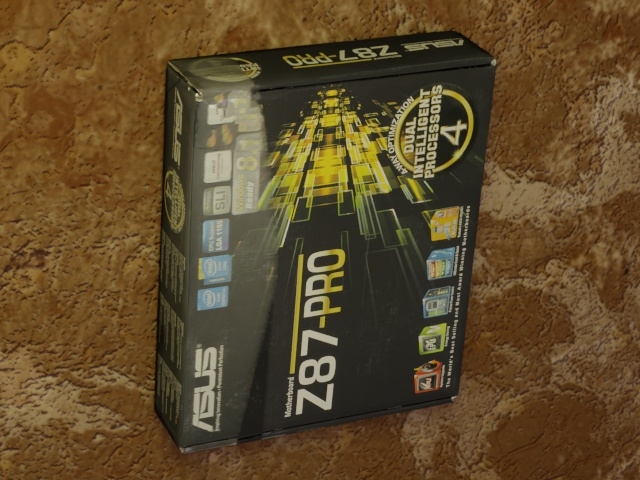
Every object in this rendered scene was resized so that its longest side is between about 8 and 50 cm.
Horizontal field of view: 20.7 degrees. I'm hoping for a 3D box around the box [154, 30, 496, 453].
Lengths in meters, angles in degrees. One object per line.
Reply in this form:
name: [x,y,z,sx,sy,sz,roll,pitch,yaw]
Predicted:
box: [0.000,0.000,1.732,0.318,0.097,0.395,-7,119,-23]
